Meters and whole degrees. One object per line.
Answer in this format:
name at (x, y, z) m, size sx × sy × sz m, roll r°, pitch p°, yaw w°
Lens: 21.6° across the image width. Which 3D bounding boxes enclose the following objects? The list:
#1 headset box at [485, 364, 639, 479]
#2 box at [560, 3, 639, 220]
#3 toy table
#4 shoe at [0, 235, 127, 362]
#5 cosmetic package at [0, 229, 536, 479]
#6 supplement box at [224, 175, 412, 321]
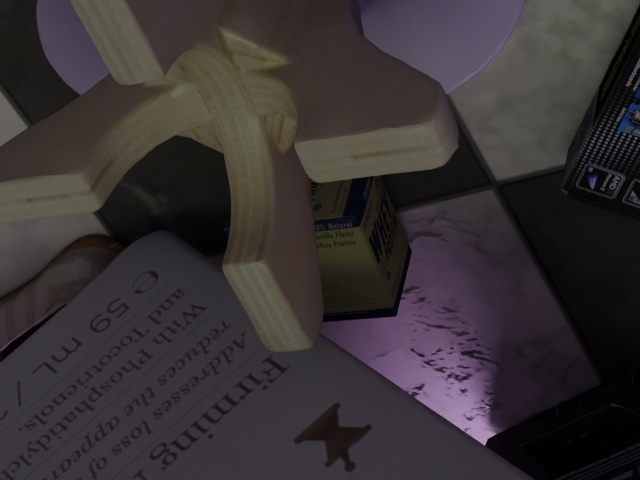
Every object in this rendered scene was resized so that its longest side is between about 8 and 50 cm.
headset box at (0.252, 0.191, 1.070) m, size 0.293 × 0.110 × 0.218 m, roll 40°, pitch 131°, yaw -23°
box at (0.242, -0.070, 0.863) m, size 0.184 × 0.045 × 0.191 m, roll 20°, pitch 136°, yaw -1°
toy table at (-0.040, -0.085, 0.846) m, size 0.274 × 0.161 × 0.252 m, roll -18°, pitch 127°, yaw 31°
shoe at (-0.194, 0.073, 1.116) m, size 0.076 × 0.058 × 0.219 m, roll 32°, pitch 134°, yaw -16°
cosmetic package at (-0.043, 0.265, 0.950) m, size 0.393 × 0.329 × 0.327 m, roll 31°, pitch 156°, yaw 46°
supplement box at (0.000, 0.000, 0.991) m, size 0.083 × 0.056 × 0.083 m, roll -6°, pitch 132°, yaw 22°
